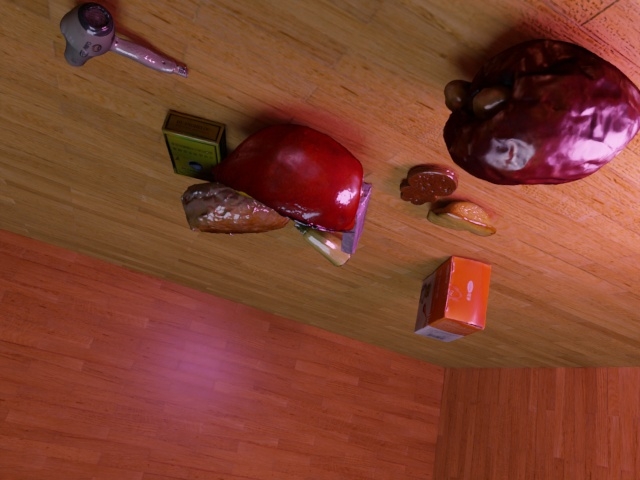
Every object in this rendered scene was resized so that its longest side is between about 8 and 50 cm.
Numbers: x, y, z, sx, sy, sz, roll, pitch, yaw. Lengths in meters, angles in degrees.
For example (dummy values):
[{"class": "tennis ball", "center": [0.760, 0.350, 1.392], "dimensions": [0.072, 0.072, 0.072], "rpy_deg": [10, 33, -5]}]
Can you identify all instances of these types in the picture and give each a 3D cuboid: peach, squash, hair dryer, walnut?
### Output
[{"class": "peach", "center": [-0.058, -0.157, 1.041], "dimensions": [0.361, 0.201, 0.258], "rpy_deg": [22, -174, 4]}, {"class": "squash", "center": [0.000, 0.000, 1.567], "dimensions": [0.224, 0.094, 0.094], "rpy_deg": [33, 152, -28]}, {"class": "hair dryer", "center": [-0.413, -0.371, 0.902], "dimensions": [0.218, 0.089, 0.225], "rpy_deg": [7, 174, 33]}, {"class": "walnut", "center": [0.338, -0.189, 0.731], "dimensions": [0.268, 0.222, 0.244], "rpy_deg": [12, -168, -21]}]

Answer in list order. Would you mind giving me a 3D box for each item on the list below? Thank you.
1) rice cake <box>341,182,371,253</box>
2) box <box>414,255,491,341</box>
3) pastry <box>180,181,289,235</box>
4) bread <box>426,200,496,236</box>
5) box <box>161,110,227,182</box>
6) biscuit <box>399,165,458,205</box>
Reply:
[{"class": "rice cake", "center": [0.097, -0.054, 1.324], "dimensions": [0.050, 0.106, 0.298], "rpy_deg": [20, 160, 8]}, {"class": "box", "center": [0.464, 0.219, 1.630], "dimensions": [0.143, 0.225, 0.341], "rpy_deg": [15, 159, -1]}, {"class": "pastry", "center": [-0.236, -0.088, 1.276], "dimensions": [0.329, 0.137, 0.329], "rpy_deg": [-3, 178, 0]}, {"class": "bread", "center": [0.376, -0.060, 1.218], "dimensions": [0.187, 0.065, 0.149], "rpy_deg": [17, 169, -19]}, {"class": "box", "center": [-0.316, -0.231, 1.180], "dimensions": [0.140, 0.064, 0.220], "rpy_deg": [13, 161, -5]}, {"class": "biscuit", "center": [0.261, -0.136, 1.130], "dimensions": [0.124, 0.026, 0.175], "rpy_deg": [20, 157, -14]}]
